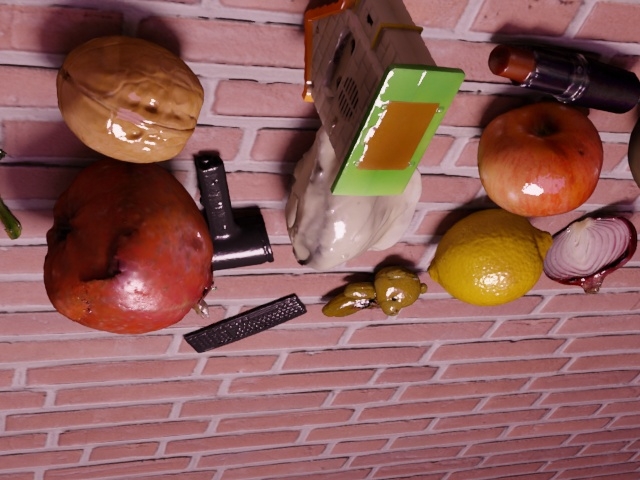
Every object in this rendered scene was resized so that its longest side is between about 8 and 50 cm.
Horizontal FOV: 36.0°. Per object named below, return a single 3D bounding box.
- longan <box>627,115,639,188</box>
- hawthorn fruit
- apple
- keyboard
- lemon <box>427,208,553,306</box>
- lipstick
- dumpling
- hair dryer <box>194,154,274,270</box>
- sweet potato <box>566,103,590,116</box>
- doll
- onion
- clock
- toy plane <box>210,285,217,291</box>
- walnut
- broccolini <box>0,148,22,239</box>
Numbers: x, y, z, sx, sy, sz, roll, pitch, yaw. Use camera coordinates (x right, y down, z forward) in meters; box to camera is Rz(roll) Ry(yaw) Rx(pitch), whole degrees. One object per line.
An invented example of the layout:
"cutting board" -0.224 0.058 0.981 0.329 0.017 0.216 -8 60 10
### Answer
"longan" 0.672 -0.174 1.681 0.300 0.300 0.243 -24 -173 11
"hawthorn fruit" -0.274 0.033 1.514 0.276 0.276 0.307 -33 133 23
"apple" 0.360 -0.137 1.631 0.210 0.209 0.164 -16 144 -1
"keyboard" -0.152 0.174 2.023 0.251 0.017 0.087 -21 145 6
"lemon" 0.323 0.034 1.873 0.244 0.186 0.187 -15 147 7
"lipstick" 0.388 -0.260 1.562 0.300 0.081 0.081 8 140 -33
"dumpling" 0.062 -0.059 1.617 0.243 0.187 0.318 -1 141 -17
"hair dryer" -0.182 -0.047 1.646 0.197 0.089 0.251 -8 137 -8
"sweet potato" 0.435 -0.230 1.667 0.034 0.034 0.095 -35 140 26
"doll" 0.107 0.122 1.993 0.210 0.097 0.137 -26 152 23
"onion" 0.562 0.035 2.024 0.206 0.151 0.098 -18 165 32
"clock" 0.063 -0.226 1.311 0.106 0.255 0.219 -1 141 -25
"toy plane" -0.248 0.094 1.841 0.102 0.040 0.111 14 137 -35
"walnut" -0.254 -0.189 1.320 0.165 0.165 0.197 -36 145 27
"broccolini" -0.493 -0.086 1.491 0.057 0.071 0.254 -52 163 -22
